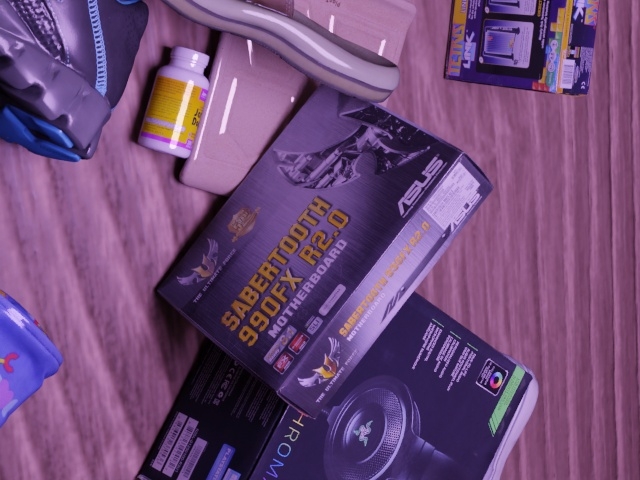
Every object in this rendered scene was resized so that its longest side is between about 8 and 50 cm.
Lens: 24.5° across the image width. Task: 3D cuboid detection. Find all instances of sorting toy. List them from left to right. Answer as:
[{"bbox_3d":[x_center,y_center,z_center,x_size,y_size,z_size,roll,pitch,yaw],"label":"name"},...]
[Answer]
[{"bbox_3d":[-0.020,-0.128,1.254,0.193,0.038,0.208,15,95,-42],"label":"sorting toy"}]

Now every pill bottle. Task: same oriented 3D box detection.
[{"bbox_3d":[-0.114,-0.110,1.168,0.043,0.043,0.083,15,91,-42],"label":"pill bottle"}]

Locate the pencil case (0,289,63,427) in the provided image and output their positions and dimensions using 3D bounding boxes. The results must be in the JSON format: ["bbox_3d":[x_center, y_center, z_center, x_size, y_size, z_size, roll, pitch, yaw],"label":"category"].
[{"bbox_3d":[-0.321,0.140,1.002,0.306,0.119,0.133,-46,124,-23],"label":"pencil case"}]

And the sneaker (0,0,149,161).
[{"bbox_3d":[-0.244,-0.203,0.999,0.341,0.125,0.140,52,57,-45],"label":"sneaker"}]

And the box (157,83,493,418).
[{"bbox_3d":[0.000,0.000,1.171,0.231,0.183,0.056,-51,134,-3],"label":"box"}]

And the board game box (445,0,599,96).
[{"bbox_3d":[0.185,-0.221,1.331,0.048,0.141,0.170,-1,101,-39],"label":"board game box"}]

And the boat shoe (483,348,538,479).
[{"bbox_3d":[0.134,0.210,1.445,0.081,0.079,0.227,36,71,-30],"label":"boat shoe"}]

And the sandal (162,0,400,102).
[{"bbox_3d":[-0.055,-0.202,1.111,0.303,0.120,0.086,25,108,-32],"label":"sandal"}]

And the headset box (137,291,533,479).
[{"bbox_3d":[0.026,0.165,1.297,0.283,0.131,0.246,36,77,-41],"label":"headset box"}]
